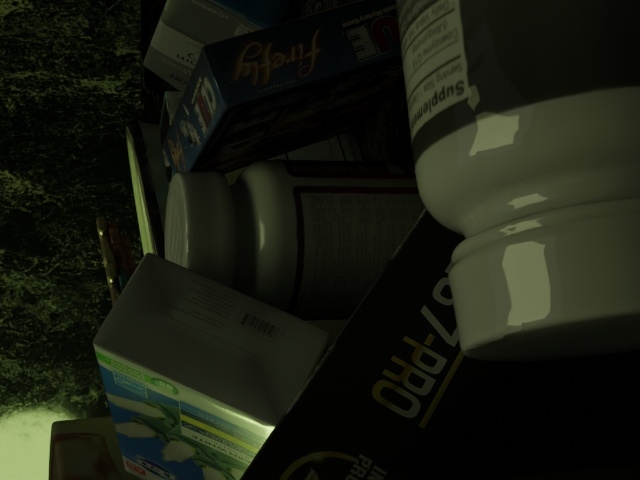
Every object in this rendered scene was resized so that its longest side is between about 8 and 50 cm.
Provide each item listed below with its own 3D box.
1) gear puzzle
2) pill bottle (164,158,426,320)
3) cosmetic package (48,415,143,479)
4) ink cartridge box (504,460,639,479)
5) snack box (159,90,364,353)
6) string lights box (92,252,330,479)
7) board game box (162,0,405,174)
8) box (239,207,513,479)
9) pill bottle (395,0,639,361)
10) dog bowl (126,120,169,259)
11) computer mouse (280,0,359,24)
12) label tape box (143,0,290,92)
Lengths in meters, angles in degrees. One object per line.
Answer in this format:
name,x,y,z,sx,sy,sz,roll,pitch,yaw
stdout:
gear puzzle,-0.203,0.141,1.226,0.175,0.044,0.339,-113,15,-45
pill bottle,0.000,0.000,0.781,0.121,0.221,0.121,180,90,-73
cosmetic package,-0.190,0.283,0.995,0.296,0.129,0.153,-156,67,-72
ink cartridge box,0.134,0.268,0.583,0.193,0.088,0.235,113,152,-55
snack box,-0.038,-0.014,0.961,0.060,0.187,0.322,107,156,-44
string lights box,-0.077,0.123,0.756,0.260,0.133,0.077,99,-164,-59
board game box,-0.018,-0.103,0.742,0.243,0.165,0.042,149,101,-74
box,0.012,0.171,0.666,0.318,0.097,0.395,-54,-11,-41
pill bottle,0.119,-0.093,0.499,0.161,0.161,0.283,137,129,-67
dog bowl,-0.114,0.057,1.176,0.408,0.150,0.408,171,90,-78
computer mouse,0.038,-0.184,0.930,0.272,0.072,0.189,-29,63,58
label tape box,-0.094,-0.291,1.128,0.249,0.115,0.347,-70,14,-15
